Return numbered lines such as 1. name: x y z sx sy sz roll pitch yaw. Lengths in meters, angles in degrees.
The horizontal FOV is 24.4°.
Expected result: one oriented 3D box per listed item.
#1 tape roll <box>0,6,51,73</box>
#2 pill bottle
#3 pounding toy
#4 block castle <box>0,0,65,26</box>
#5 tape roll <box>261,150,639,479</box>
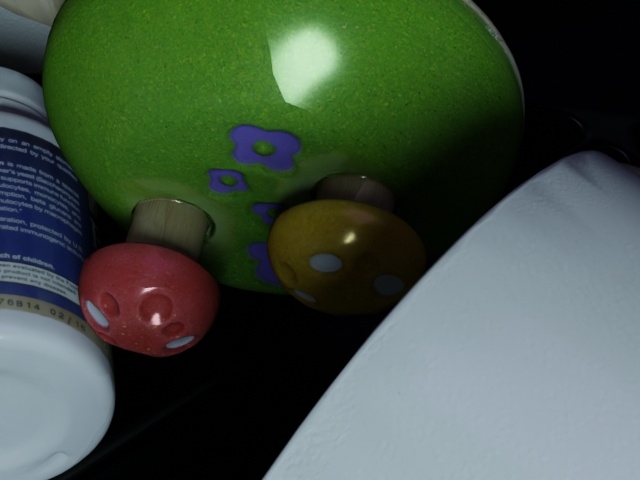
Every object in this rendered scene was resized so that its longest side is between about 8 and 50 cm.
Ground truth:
1. tape roll: -0.172 -0.241 0.872 0.392 0.072 0.392 9 42 -8
2. pill bottle: -0.135 0.007 0.593 0.094 0.094 0.169 2 44 -16
3. pounding toy: 0.000 0.000 0.547 0.237 0.183 0.110 30 51 -25
4. block castle: -0.259 -0.177 0.552 0.303 0.213 0.453 21 58 19
5. tape roll: 0.083 0.119 0.430 0.169 0.246 0.246 34 44 19
